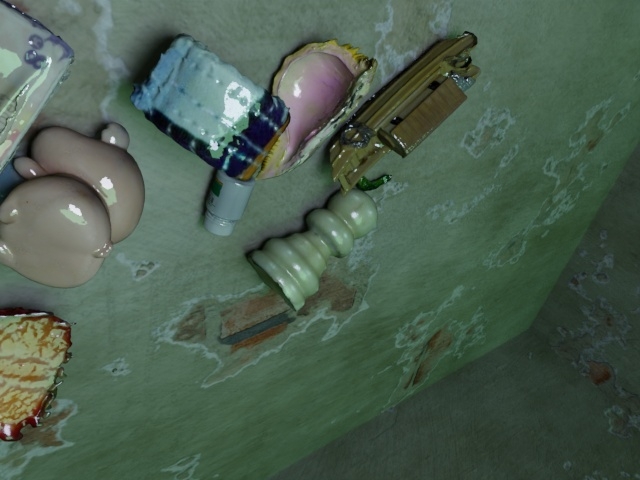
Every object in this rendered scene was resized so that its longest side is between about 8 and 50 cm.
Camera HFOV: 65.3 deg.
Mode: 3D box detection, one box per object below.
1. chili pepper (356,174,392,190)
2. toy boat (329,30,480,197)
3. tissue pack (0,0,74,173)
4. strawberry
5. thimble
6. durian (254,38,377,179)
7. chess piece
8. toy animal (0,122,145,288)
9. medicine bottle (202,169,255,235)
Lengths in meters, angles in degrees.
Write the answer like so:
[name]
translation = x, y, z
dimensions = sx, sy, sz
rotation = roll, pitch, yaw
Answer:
[chili pepper]
translation = 0.133, -0.146, 1.296
dimensions = 0.118, 0.035, 0.055
rotation = -5, 146, -34
[toy boat]
translation = 0.193, -0.272, 1.123
dimensions = 0.445, 0.162, 0.136
rotation = -41, 145, -3
[tissue pack]
translation = -0.497, -0.226, 0.561
dimensions = 0.242, 0.125, 0.344
rotation = -54, 144, 3
[strawberry]
translation = -0.611, 0.232, 0.900
dimensions = 0.280, 0.150, 0.253
rotation = -1, 105, -39
[thimble]
translation = -0.173, -0.213, 0.799
dimensions = 0.150, 0.237, 0.237
rotation = -53, 142, 6
[durian]
translation = -0.004, -0.245, 0.991
dimensions = 0.305, 0.185, 0.196
rotation = -53, 161, 20
[chess piece]
translation = 0.000, 0.000, 1.225
dimensions = 0.330, 0.182, 0.182
rotation = -42, 143, -12
[toy animal]
translation = -0.377, -0.053, 0.766
dimensions = 0.230, 0.221, 0.209
rotation = -5, 133, -38
[medicine bottle]
translation = -0.191, -0.080, 1.026
dimensions = 0.080, 0.080, 0.130
rotation = 1, 125, -43
